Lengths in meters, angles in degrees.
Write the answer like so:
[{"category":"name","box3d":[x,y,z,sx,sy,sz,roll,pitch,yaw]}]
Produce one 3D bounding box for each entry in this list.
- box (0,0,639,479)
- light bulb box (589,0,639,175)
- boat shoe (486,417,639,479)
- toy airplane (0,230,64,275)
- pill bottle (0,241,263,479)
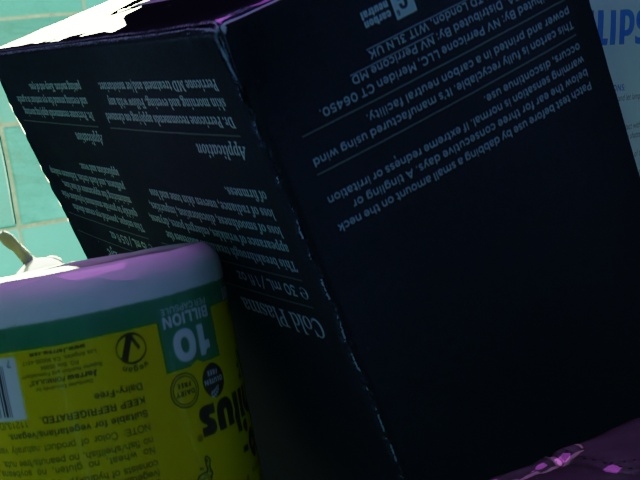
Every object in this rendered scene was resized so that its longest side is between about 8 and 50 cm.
[{"category":"box","box3d":[0.000,0.000,0.619,0.179,0.312,0.343,-30,21,-24]},{"category":"light bulb box","box3d":[0.101,-0.060,1.032,0.358,0.361,0.225,14,18,42]},{"category":"boat shoe","box3d":[0.169,0.112,0.428,0.335,0.112,0.095,-3,32,-8]},{"category":"toy airplane","box3d":[-0.430,0.109,1.094,0.386,0.272,0.384,-11,4,-39]},{"category":"pill bottle","box3d":[-0.082,0.112,0.480,0.118,0.208,0.117,-10,3,0]}]
